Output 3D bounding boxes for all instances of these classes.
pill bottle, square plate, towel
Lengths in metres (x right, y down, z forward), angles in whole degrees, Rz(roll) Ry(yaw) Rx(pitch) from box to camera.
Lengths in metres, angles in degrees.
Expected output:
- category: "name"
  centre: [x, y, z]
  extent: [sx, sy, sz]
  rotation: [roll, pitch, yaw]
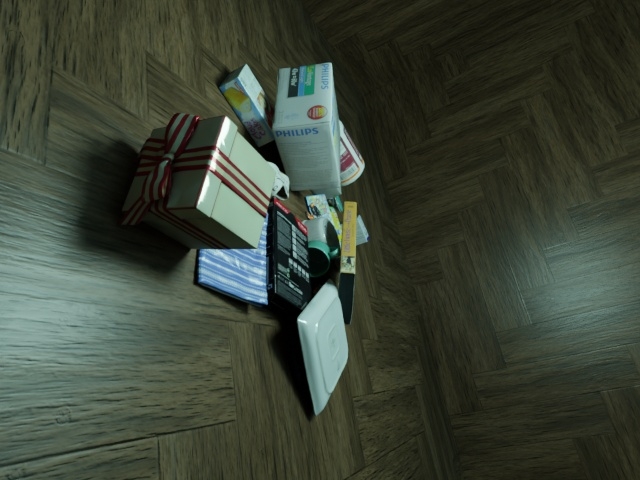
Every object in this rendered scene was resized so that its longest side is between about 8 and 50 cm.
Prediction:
- category: "pill bottle"
  centre: [0.050, -0.481, 2.120]
  extent: [0.392, 0.223, 0.224]
  rotation: [50, 29, -42]
- category: "square plate"
  centre: [0.026, 0.348, 1.419]
  extent: [0.347, 0.049, 0.345]
  rotation: [-41, 124, -65]
- category: "towel"
  centre: [-0.242, 0.007, 1.202]
  extent: [0.243, 0.040, 0.336]
  rotation: [31, 43, -43]

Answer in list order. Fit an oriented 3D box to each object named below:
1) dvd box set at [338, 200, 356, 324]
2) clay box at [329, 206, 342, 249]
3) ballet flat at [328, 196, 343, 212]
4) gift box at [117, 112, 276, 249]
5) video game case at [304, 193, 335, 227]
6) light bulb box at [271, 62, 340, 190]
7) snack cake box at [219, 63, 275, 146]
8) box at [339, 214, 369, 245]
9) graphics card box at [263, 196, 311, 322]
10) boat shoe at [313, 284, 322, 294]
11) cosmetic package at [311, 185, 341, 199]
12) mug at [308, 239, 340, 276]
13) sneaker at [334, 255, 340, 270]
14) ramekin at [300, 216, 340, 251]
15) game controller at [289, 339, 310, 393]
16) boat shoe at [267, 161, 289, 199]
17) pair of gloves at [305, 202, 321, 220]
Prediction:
- category: "dvd box set"
  centre: [0.110, 0.085, 1.702]
  extent: [0.421, 0.062, 0.308]
  rotation: [-83, 175, -48]
- category: "clay box"
  centre: [0.057, -0.053, 2.003]
  extent: [0.127, 0.053, 0.222]
  rotation: [-3, 74, -66]
- category: "ballet flat"
  centre: [0.063, -0.232, 2.159]
  extent: [0.070, 0.070, 0.189]
  rotation: [-22, 97, -69]
- category: "gift box"
  centre: [-0.295, -0.116, 0.960]
  extent: [0.258, 0.276, 0.255]
  rotation: [45, 46, -55]
- category: "video game case"
  centre: [-0.002, -0.129, 1.906]
  extent: [0.119, 0.015, 0.167]
  rotation: [-13, 83, -41]
- category: "light bulb box"
  centre: [-0.042, -0.456, 1.697]
  extent: [0.361, 0.225, 0.358]
  rotation: [75, 14, -56]
- category: "snack cake box"
  centre: [-0.260, -0.515, 1.586]
  extent: [0.264, 0.089, 0.152]
  rotation: [56, 24, -33]
- category: "box"
  centre: [0.170, -0.045, 2.170]
  extent: [0.137, 0.126, 0.072]
  rotation: [66, 20, -13]
- category: "graphics card box"
  centre: [-0.126, 0.066, 1.406]
  extent: [0.233, 0.094, 0.371]
  rotation: [44, 33, -50]
- category: "boat shoe"
  centre: [0.014, 0.237, 1.670]
  extent: [0.043, 0.049, 0.137]
  rotation: [-45, 126, -20]
- category: "cosmetic package"
  centre: [-0.006, -0.302, 1.968]
  extent: [0.238, 0.127, 0.107]
  rotation: [49, 30, -46]
- category: "mug"
  centre: [-0.007, 0.068, 1.609]
  extent: [0.097, 0.157, 0.130]
  rotation: [-64, 165, -66]
- category: "sneaker"
  centre: [0.129, 0.104, 2.010]
  extent: [0.215, 0.084, 0.083]
  rotation: [-50, 126, -65]
- category: "ramekin"
  centre: [0.000, 0.000, 1.745]
  extent: [0.207, 0.108, 0.207]
  rotation: [49, 30, -42]
- category: "game controller"
  centre: [-0.014, 0.391, 1.434]
  extent: [0.167, 0.067, 0.319]
  rotation: [70, 22, -2]
- category: "boat shoe"
  centre: [-0.180, -0.208, 1.502]
  extent: [0.277, 0.098, 0.096]
  rotation: [16, 56, -66]
- category: "pair of gloves"
  centre: [-0.032, -0.120, 1.861]
  extent: [0.074, 0.010, 0.083]
  rotation: [47, 50, -21]
